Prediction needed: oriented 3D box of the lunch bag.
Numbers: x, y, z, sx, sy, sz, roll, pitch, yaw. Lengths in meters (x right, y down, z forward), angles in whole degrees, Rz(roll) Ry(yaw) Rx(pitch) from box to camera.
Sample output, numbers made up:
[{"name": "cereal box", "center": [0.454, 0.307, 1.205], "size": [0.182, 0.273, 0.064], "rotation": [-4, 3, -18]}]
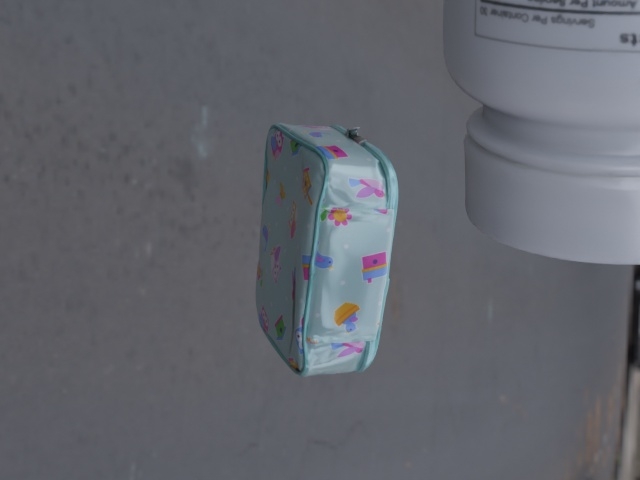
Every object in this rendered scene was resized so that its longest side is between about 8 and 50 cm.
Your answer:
[{"name": "lunch bag", "center": [0.000, 0.000, 1.454], "size": [0.224, 0.108, 0.279], "rotation": [-136, -131, -64]}]

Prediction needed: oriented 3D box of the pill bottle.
[{"name": "pill bottle", "center": [0.136, -0.143, 0.563], "size": [0.160, 0.160, 0.283], "rotation": [-51, 143, -63]}]
